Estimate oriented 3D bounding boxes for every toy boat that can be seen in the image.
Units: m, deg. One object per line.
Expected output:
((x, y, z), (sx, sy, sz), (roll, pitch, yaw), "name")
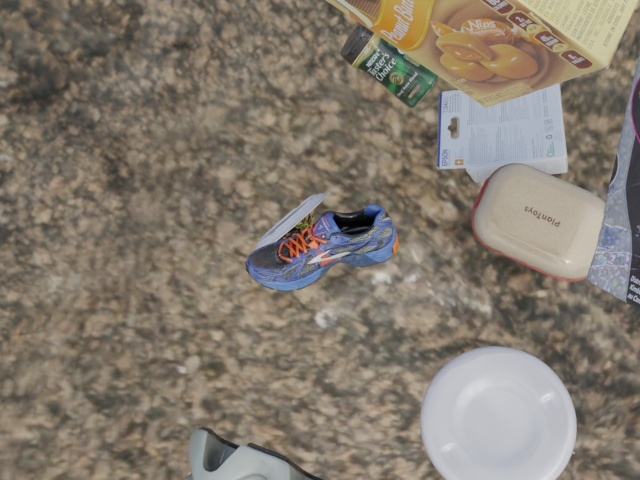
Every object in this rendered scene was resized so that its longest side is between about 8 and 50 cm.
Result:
((0.366, -0.024, 1.467), (0.231, 0.151, 0.151), (26, 87, 8), "toy boat")

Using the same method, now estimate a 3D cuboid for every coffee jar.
((0.133, -0.343, 1.699), (0.184, 0.096, 0.079), (34, 46, -6), "coffee jar")

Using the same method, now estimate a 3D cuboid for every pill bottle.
((0.202, 0.221, 1.036), (0.161, 0.283, 0.160), (-2, 75, 9), "pill bottle")

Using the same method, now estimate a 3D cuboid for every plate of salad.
((-0.051, -0.023, 1.654), (0.200, 0.200, 0.048), (-39, 96, 4), "plate of salad")

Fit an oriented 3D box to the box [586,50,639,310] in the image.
((0.277, -0.018, 0.395), (0.247, 0.163, 0.142), (4, 106, -20), "box")

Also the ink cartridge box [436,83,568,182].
((0.326, -0.199, 1.603), (0.224, 0.045, 0.223), (-4, 48, 15), "ink cartridge box")

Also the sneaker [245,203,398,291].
((0.000, 0.000, 1.227), (0.221, 0.087, 0.083), (-19, 49, -11), "sneaker")

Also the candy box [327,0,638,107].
((0.070, -0.234, 0.701), (0.317, 0.183, 0.087), (30, 79, -16), "candy box")

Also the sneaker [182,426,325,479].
((0.046, 0.205, 0.407), (0.331, 0.122, 0.146), (9, 63, 35), "sneaker")
